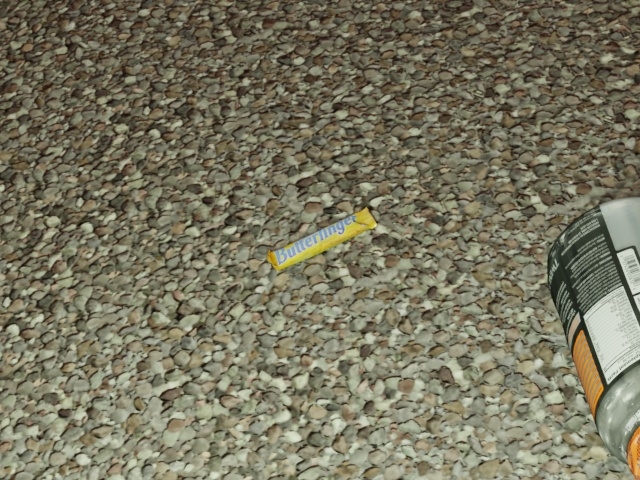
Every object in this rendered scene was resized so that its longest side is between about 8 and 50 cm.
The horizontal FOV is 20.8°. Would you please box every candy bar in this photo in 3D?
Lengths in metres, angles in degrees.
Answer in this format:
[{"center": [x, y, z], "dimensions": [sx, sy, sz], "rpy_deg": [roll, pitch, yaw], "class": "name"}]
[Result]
[{"center": [0.000, 0.000, 2.403], "dimensions": [0.161, 0.018, 0.040], "rpy_deg": [-24, 47, -10], "class": "candy bar"}]

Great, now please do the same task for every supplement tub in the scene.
[{"center": [0.402, 0.127, 2.056], "dimensions": [0.207, 0.207, 0.338], "rpy_deg": [-14, 47, 1], "class": "supplement tub"}]
